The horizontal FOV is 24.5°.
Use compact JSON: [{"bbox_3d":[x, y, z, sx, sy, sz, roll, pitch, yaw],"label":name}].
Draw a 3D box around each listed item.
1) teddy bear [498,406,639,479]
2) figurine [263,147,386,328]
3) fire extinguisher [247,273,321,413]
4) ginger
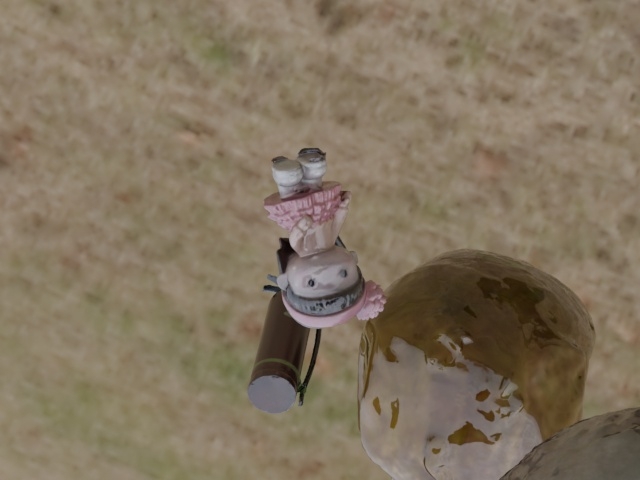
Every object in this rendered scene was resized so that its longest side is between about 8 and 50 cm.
[{"bbox_3d":[0.109,0.192,0.752,0.151,0.267,0.236,53,-161,-12],"label":"teddy bear"},{"bbox_3d":[0.000,0.000,1.016,0.054,0.072,0.129,21,127,62],"label":"figurine"},{"bbox_3d":[-0.031,0.088,1.315,0.064,0.158,0.043,22,125,-6],"label":"fire extinguisher"},{"bbox_3d":[0.136,0.103,1.294,0.200,0.269,0.223,12,151,10],"label":"ginger"}]
